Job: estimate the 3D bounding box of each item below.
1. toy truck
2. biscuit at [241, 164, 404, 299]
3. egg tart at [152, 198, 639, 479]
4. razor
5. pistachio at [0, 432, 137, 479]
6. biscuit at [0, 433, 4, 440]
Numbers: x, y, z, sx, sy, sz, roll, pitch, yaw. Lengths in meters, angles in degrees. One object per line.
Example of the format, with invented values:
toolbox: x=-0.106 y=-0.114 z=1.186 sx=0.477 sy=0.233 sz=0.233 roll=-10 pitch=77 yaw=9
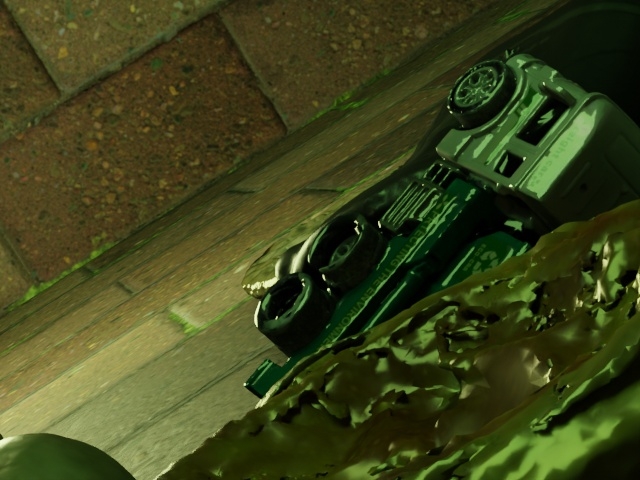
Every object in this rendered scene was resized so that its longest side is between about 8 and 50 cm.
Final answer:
toy truck: x=0.075 y=0.022 z=0.765 sx=0.216 sy=0.110 sz=0.116 roll=-49 pitch=31 yaw=-4
biscuit: x=-0.004 y=0.003 z=1.454 sx=0.133 sy=0.032 sz=0.250 roll=-26 pitch=10 yaw=29
egg tart: x=0.062 y=0.080 z=0.528 sx=0.290 sy=0.115 sz=0.290 roll=-29 pitch=7 yaw=4
razor: x=0.124 y=-0.049 z=1.034 sx=0.204 sy=0.113 sz=0.349 roll=-26 pitch=12 yaw=38
pistachio: x=-0.131 y=0.158 z=0.782 sx=0.124 sy=0.124 sz=0.185 roll=-35 pitch=25 yaw=-22
biscuit: x=-0.307 y=0.177 z=1.015 sx=0.150 sy=0.052 sz=0.252 roll=-24 pitch=6 yaw=13
